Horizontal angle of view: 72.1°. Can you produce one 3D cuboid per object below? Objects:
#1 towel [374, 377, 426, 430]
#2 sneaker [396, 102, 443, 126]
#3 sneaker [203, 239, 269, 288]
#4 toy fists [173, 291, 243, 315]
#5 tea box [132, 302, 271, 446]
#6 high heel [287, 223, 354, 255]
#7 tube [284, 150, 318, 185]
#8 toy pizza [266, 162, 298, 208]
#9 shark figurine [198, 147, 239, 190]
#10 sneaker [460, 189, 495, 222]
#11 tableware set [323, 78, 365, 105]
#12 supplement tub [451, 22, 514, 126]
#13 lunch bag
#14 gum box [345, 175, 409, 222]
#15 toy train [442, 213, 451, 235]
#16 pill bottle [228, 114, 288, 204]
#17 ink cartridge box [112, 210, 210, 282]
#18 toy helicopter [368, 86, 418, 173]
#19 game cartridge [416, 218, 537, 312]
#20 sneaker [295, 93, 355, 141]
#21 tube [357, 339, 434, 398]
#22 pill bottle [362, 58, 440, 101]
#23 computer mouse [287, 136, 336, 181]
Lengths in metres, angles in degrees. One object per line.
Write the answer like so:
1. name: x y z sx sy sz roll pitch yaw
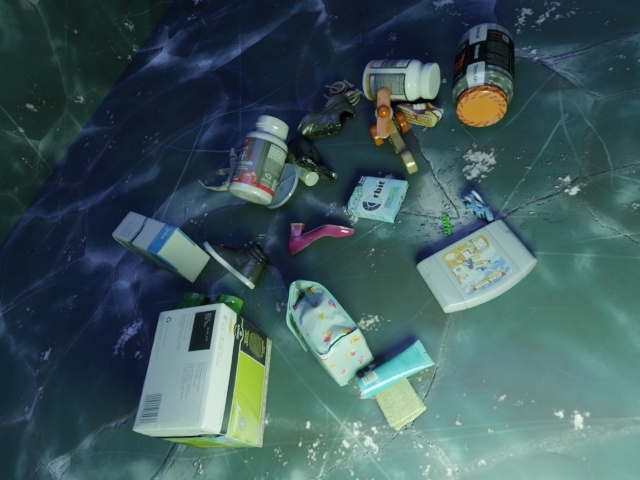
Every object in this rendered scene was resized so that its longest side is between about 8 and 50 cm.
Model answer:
1. towel: 0.206 0.424 1.194 0.110 0.027 0.148 -35 51 2
2. sneaker: 0.383 -0.499 1.701 0.185 0.069 0.084 31 67 31
3. sneaker: -0.306 0.050 1.645 0.296 0.104 0.147 32 75 31
4. toy fists: -0.408 0.263 1.552 0.279 0.096 0.142 0 60 24
5. tea box: -0.313 0.401 1.266 0.220 0.323 0.329 -11 54 18
6. high heel: 0.000 0.000 1.560 0.244 0.082 0.117 2 91 11
7. tube: -0.091 -0.304 1.804 0.240 0.070 0.062 45 129 42
8. toy pizza: -0.159 -0.218 1.769 0.201 0.032 0.201 -21 56 35
9. shark figurine: -0.393 -0.277 1.918 0.278 0.166 0.116 -32 17 35
10. sneaker: 0.497 -0.097 1.385 0.059 0.053 0.144 -29 43 5
11. tableware set: 0.102 -0.658 1.951 0.128 0.039 0.194 -38 51 -1
12. supplement tub: 0.580 -0.586 1.568 0.207 0.207 0.338 -1 58 25
13. lunch bag: 0.009 0.255 1.274 0.160 0.223 0.262 -37 50 -11
14. gum box: 0.202 -0.151 1.567 0.184 0.041 0.157 12 65 32
15. toy train: 0.408 -0.052 1.419 0.023 0.017 0.083 -5 57 11
16. pill bottle: -0.231 -0.317 1.726 0.176 0.176 0.318 11 79 31
17. ink cartridge box: -0.627 0.023 1.732 0.307 0.223 0.129 17 67 33
18. toy helicopter: 0.264 -0.382 1.565 0.140 0.235 0.355 -24 52 9
19. game cartridge: 0.457 0.080 1.287 0.297 0.062 0.198 -30 47 5
20. sneaker: 0.022 -0.492 1.845 0.286 0.109 0.130 -40 64 3
21. tube: 0.200 0.354 1.196 0.207 0.052 0.080 -30 56 -1
22. pill bottle: 0.322 -0.637 1.755 0.278 0.162 0.162 14 66 31
23. computer mouse: -0.045 -0.342 1.741 0.072 0.188 0.272 -55 37 19
